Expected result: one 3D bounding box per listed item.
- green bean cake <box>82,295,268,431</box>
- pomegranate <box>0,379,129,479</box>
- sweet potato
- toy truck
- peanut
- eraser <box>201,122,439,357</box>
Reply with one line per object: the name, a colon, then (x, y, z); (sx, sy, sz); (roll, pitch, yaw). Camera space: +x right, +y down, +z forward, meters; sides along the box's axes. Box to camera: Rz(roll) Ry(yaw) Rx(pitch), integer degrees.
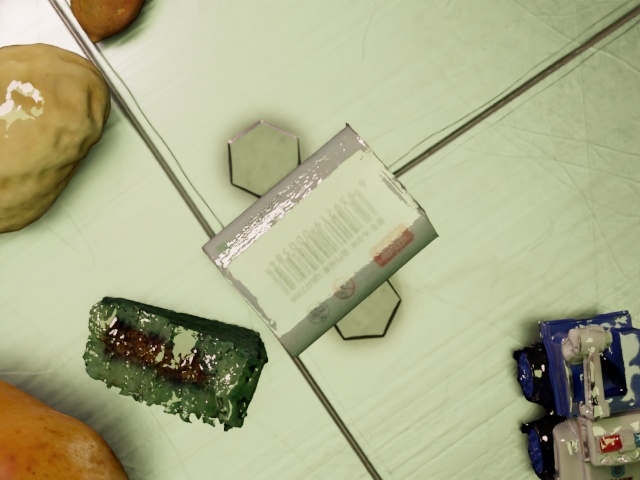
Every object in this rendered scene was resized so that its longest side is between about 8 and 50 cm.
green bean cake: (-0.169, 0.136, 1.508); (0.208, 0.193, 0.107); (18, 94, -2)
pomegranate: (-0.357, 0.330, 1.419); (0.410, 0.410, 0.410); (0, 89, -4)
sweet potato: (-0.201, -0.363, 1.559); (0.097, 0.097, 0.292); (34, 86, -3)
toy truck: (0.324, 0.192, 1.547); (0.161, 0.177, 0.213); (-8, 89, -5)
peanut: (-0.403, -0.077, 1.505); (0.387, 0.192, 0.169); (-34, 47, 3)
eraser: (0.000, 0.000, 1.574); (0.227, 0.081, 0.174); (-40, 88, -3)
